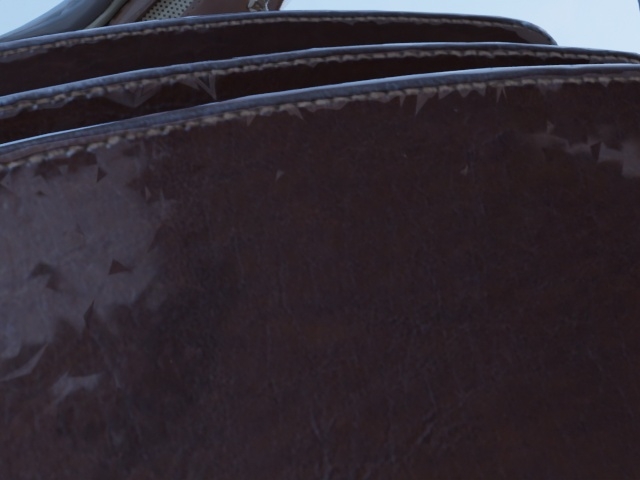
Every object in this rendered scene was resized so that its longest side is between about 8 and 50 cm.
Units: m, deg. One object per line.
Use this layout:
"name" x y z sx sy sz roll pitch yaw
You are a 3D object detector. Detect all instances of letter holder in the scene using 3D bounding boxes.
"letter holder" 0.000 0.000 0.434 0.302 0.152 0.214 -9 -103 -21

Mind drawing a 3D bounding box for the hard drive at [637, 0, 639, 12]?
"hard drive" 0.304 -0.082 1.084 0.237 0.064 0.339 63 -158 -45

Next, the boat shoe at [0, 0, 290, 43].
"boat shoe" -0.084 -0.083 0.706 0.324 0.123 0.116 -39 -90 -14
